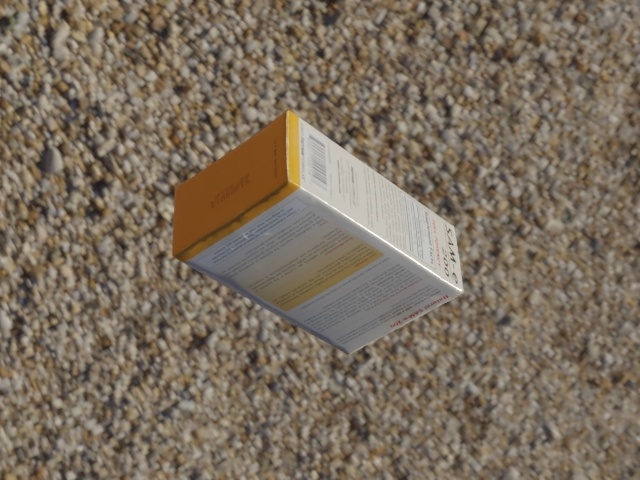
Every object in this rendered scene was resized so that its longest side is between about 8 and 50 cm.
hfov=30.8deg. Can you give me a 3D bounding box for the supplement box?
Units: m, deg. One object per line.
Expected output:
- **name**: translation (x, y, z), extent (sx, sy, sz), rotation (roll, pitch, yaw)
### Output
- **supplement box**: translation (0.000, 0.000, 0.446), extent (0.062, 0.036, 0.098), rotation (-31, 134, 31)
